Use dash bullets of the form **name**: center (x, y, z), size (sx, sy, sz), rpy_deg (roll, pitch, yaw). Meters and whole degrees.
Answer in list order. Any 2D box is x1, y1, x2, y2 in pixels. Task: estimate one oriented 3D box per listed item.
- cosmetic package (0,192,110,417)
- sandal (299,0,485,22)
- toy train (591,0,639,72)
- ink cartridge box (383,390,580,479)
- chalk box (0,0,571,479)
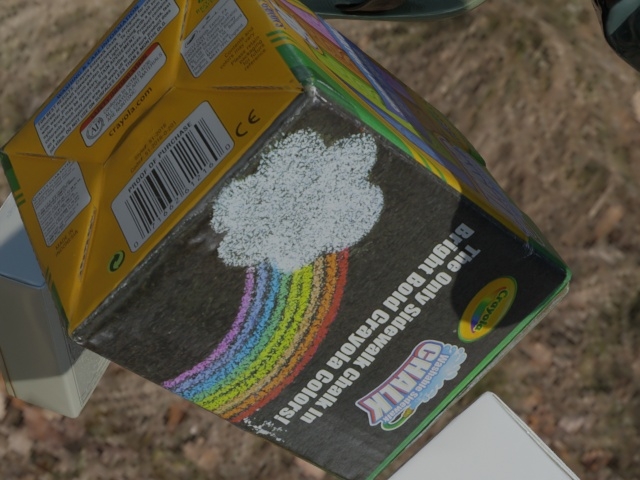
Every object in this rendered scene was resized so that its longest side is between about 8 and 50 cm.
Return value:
- **cosmetic package**: center (-0.351, 0.079, 1.966), size (0.113, 0.309, 0.160), rpy_deg (17, 54, 14)
- **sandal**: center (0.055, -0.263, 1.418), size (0.303, 0.120, 0.086), rpy_deg (-11, -1, -13)
- **toy train**: center (0.224, -0.079, 0.611), size (0.142, 0.190, 0.333), rpy_deg (22, 44, -50)
- **ink cartridge box**: center (0.070, 0.218, 1.069), size (0.100, 0.172, 0.237), rpy_deg (47, -18, 10)
- **chalk box**: center (0.000, 0.000, 0.841), size (0.289, 0.180, 0.179), rpy_deg (34, 16, -41)
